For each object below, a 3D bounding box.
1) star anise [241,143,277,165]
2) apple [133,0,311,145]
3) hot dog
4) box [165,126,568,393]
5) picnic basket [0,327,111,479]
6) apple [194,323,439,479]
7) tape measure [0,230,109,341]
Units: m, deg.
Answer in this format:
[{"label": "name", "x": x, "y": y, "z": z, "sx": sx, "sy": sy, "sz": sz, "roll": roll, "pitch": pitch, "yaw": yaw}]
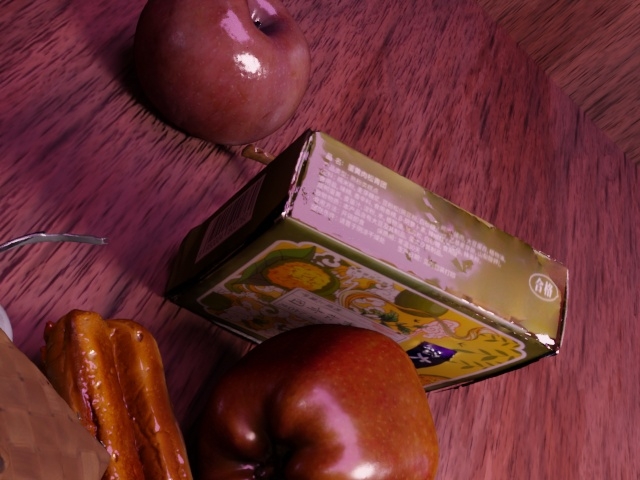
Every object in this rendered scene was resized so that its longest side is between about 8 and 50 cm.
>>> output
[{"label": "star anise", "x": 0.000, "y": 0.001, "z": 1.541, "sx": 0.292, "sy": 0.109, "sz": 0.349, "roll": 18, "pitch": 46, "yaw": -50}, {"label": "apple", "x": -0.155, "y": -0.305, "z": 1.539, "sx": 0.306, "sy": 0.235, "sz": 0.305, "roll": 31, "pitch": 39, "yaw": -29}, {"label": "hot dog", "x": -0.232, "y": 0.241, "z": 1.043, "sx": 0.158, "sy": 0.117, "sz": 0.348, "roll": 14, "pitch": 46, "yaw": -48}, {"label": "box", "x": 0.052, "y": 0.061, "z": 1.258, "sx": 0.420, "sy": 0.373, "sz": 0.138, "roll": 26, "pitch": 60, "yaw": -20}, {"label": "picnic basket", "x": -0.361, "y": 0.228, "z": 0.770, "sx": 0.291, "sy": 0.254, "sz": 0.321, "roll": 55, "pitch": 28, "yaw": -23}, {"label": "apple", "x": -0.003, "y": 0.249, "z": 1.146, "sx": 0.288, "sy": 0.288, "sz": 0.317, "roll": 59, "pitch": 25, "yaw": 13}, {"label": "tape measure", "x": -0.364, "y": 0.084, "z": 1.065, "sx": 0.330, "sy": 0.084, "sz": 0.164, "roll": -20, "pitch": 76, "yaw": -53}]
